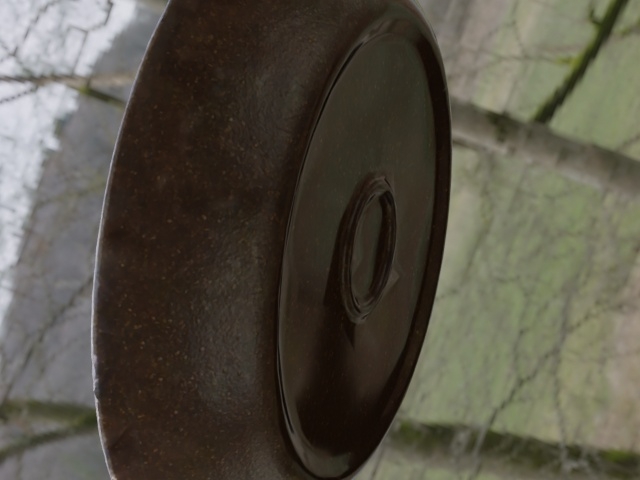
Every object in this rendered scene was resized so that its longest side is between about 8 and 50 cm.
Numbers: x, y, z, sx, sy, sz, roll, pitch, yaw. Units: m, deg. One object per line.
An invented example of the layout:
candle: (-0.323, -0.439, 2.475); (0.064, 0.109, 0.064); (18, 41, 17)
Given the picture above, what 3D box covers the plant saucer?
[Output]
plant saucer: (0.000, 0.000, 0.425); (0.198, 0.036, 0.198); (9, -90, -68)
